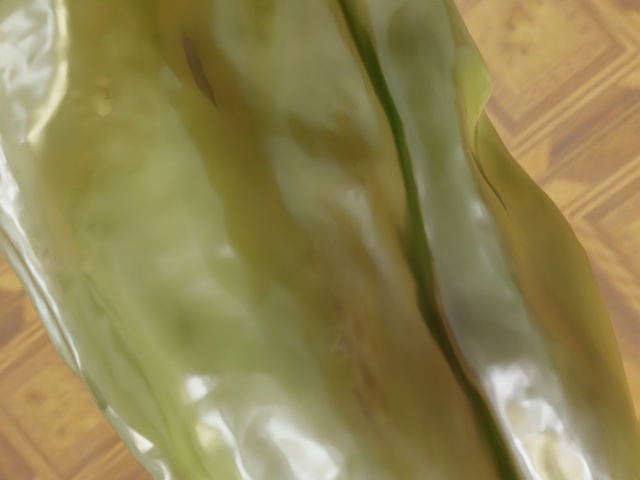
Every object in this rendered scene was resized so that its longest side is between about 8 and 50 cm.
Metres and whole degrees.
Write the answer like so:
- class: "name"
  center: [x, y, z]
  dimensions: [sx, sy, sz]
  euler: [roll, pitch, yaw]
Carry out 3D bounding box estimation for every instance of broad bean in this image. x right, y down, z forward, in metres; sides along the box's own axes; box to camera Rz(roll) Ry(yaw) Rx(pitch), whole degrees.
- class: "broad bean"
  center: [-0.002, 0.001, 0.388]
  dimensions: [0.072, 0.153, 0.206]
  euler: [-38, 74, 39]
